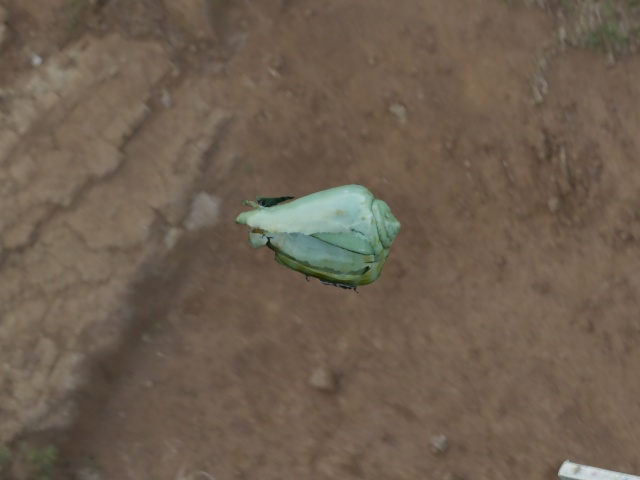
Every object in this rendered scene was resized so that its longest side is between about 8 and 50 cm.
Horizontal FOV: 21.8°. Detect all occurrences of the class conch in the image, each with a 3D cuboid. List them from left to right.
[{"bbox_3d":[0.000,0.000,1.608,0.170,0.079,0.105,-1,101,26],"label":"conch"}]

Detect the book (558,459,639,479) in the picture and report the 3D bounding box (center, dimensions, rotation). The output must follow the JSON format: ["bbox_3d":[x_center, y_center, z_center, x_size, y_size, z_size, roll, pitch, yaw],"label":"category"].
[{"bbox_3d":[0.313,0.227,1.053,0.295,0.208,0.020,8,55,41],"label":"book"}]
